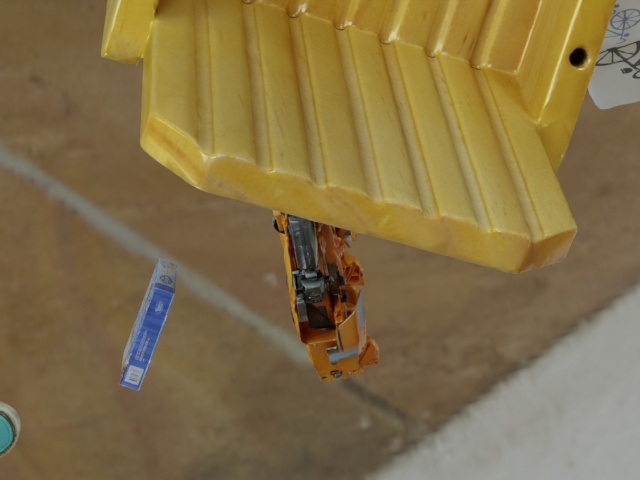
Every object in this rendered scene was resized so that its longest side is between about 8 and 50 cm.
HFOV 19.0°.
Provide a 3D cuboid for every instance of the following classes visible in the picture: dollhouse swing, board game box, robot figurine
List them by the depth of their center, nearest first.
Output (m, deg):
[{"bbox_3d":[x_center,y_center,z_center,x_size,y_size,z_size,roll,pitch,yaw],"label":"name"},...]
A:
[{"bbox_3d":[0.049,-0.185,1.313,0.347,0.305,0.315,15,101,-11],"label":"dollhouse swing"},{"bbox_3d":[-0.144,0.069,1.605,0.020,0.090,0.090,20,103,-7],"label":"board game box"},{"bbox_3d":[0.000,0.000,1.872,0.085,0.211,0.291,-10,144,-1],"label":"robot figurine"}]

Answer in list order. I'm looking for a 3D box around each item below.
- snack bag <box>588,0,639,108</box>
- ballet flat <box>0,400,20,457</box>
[{"bbox_3d":[0.393,-0.226,1.924,0.323,0.037,0.342,-11,156,14],"label":"snack bag"},{"bbox_3d":[-0.301,0.167,1.418,0.168,0.052,0.057,-22,105,-8],"label":"ballet flat"}]
